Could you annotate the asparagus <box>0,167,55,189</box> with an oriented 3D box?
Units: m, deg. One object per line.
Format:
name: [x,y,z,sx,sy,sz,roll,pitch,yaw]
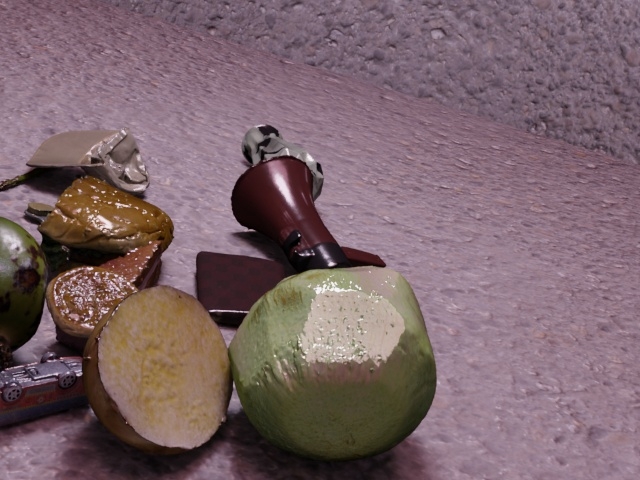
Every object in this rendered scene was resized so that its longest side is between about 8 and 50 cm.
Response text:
asparagus: [-0.643,-0.145,2.173,0.025,0.024,0.248,-24,7,26]

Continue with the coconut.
coconut: [0.019,0.174,1.476,0.328,0.281,0.328,-22,27,12]

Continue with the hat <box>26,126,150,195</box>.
hat: [-0.516,-0.160,2.216,0.245,0.149,0.214,-11,27,13]

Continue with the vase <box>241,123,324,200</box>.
vase: [-0.104,-0.186,2.424,0.165,0.165,0.360,6,20,-18]

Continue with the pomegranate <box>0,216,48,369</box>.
pomegranate: [-0.517,0.083,1.439,0.254,0.254,0.270,-9,51,-43]

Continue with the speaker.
speaker: [-0.022,0.007,2.083,0.329,0.198,0.259,54,4,37]

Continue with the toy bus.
toy bus: [-0.410,0.212,1.392,0.192,0.077,0.065,-8,29,-45]

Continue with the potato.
potato: [-0.245,0.201,1.421,0.239,0.116,0.299,52,29,-7]

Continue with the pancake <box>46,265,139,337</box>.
pancake: [-0.344,0.093,1.510,0.158,0.028,0.158,11,36,-8]

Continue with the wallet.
wallet: [-0.145,0.096,1.860,0.182,0.049,0.229,9,25,-12]

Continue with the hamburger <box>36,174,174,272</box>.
hamburger: [-0.388,-0.014,1.844,0.211,0.132,0.309,22,18,4]

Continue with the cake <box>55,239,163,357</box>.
cake: [-0.347,0.091,1.655,0.113,0.116,0.295,20,26,11]

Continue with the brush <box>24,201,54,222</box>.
brush: [-0.503,-0.013,1.936,0.062,0.027,0.266,0,25,-46]
